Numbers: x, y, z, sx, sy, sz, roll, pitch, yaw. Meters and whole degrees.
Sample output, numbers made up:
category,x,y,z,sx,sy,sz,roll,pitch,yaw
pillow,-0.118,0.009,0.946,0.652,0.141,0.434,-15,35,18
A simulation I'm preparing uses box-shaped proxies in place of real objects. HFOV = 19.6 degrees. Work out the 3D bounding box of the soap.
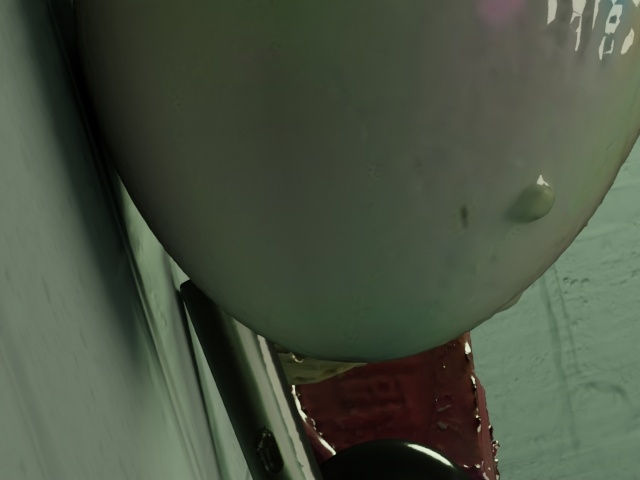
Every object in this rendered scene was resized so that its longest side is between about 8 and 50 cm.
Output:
category,x,y,z,sx,sy,sz,roll,pitch,yaw
soap,0.062,0.147,1.691,0.289,0.182,0.112,-94,169,-49

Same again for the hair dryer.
category,x,y,z,sx,sy,sz,roll,pitch,yaw
hair dryer,0.010,0.137,1.265,0.320,0.156,0.284,35,50,-71

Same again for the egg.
category,x,y,z,sx,sy,sz,roll,pitch,yaw
egg,0.028,-0.096,1.074,0.354,0.354,0.340,60,33,-75

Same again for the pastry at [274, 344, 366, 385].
category,x,y,z,sx,sy,sz,roll,pitch,yaw
pastry,-0.013,-0.009,1.519,0.265,0.133,0.265,-14,90,-85
